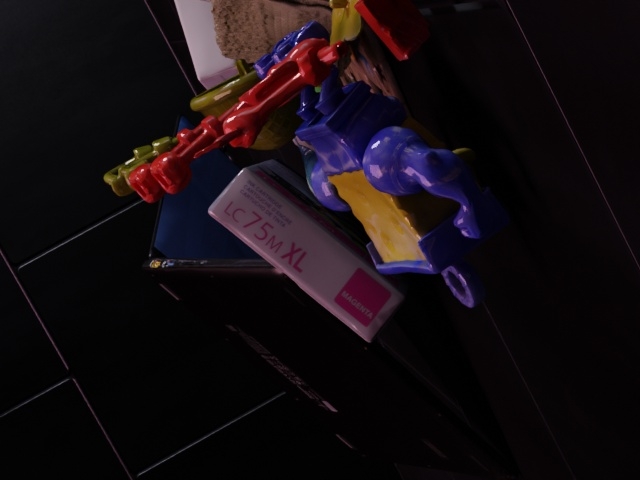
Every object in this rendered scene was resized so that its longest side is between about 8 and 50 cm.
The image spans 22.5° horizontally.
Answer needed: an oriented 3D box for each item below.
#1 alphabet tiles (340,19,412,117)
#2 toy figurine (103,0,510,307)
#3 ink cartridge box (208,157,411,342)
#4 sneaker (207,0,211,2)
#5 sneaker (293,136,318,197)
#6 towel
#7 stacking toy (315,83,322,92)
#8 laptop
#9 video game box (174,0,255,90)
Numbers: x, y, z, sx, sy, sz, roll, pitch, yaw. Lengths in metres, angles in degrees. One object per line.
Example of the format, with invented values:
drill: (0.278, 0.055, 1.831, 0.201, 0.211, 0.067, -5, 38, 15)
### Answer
alphabet tiles: (0.017, -0.171, 1.271, 0.237, 0.009, 0.198, 64, 174, -29)
toy figurine: (0.014, -0.025, 1.071, 0.217, 0.191, 0.362, 49, 164, -10)
ink cartridge box: (0.000, 0.000, 1.548, 0.186, 0.065, 0.311, 39, -176, 1)
sneaker: (-0.076, -0.267, 1.195, 0.153, 0.094, 0.235, 38, 137, 28)
sneaker: (0.002, -0.098, 1.526, 0.162, 0.063, 0.073, 56, 170, 40)
towel: (-0.030, -0.159, 1.208, 0.148, 0.110, 0.027, 92, -172, -77)
stacking toy: (-0.042, -0.207, 1.403, 0.167, 0.052, 0.221, 61, 177, -20)
laptop: (0.018, 0.052, 1.800, 0.382, 0.236, 0.408, 43, 156, -28)
video game box: (-0.099, -0.218, 1.566, 0.187, 0.048, 0.205, 52, -161, -70)
